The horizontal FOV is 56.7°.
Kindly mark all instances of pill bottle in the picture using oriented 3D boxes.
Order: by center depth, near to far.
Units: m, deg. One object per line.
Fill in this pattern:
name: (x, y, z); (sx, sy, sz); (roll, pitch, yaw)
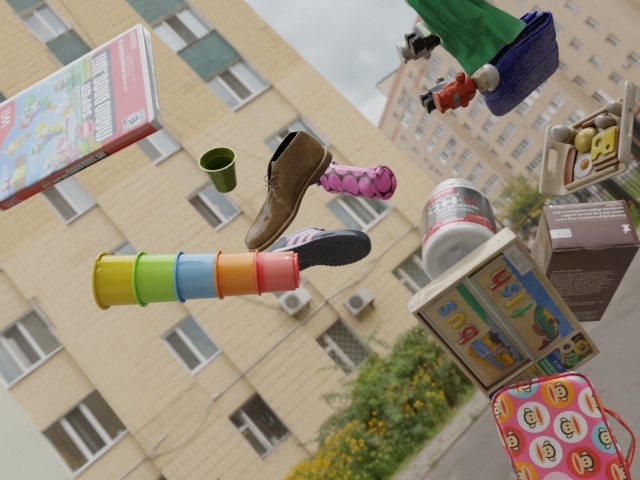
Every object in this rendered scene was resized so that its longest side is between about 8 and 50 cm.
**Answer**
pill bottle: (0.333, -0.029, 1.430); (0.176, 0.176, 0.318); (-50, 12, 28)

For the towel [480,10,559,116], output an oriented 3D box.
towel: (0.499, -0.446, 1.517); (0.228, 0.076, 0.308); (-41, -21, 16)

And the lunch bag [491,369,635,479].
lunch bag: (0.517, 0.426, 1.242); (0.258, 0.293, 0.120); (-17, -19, 12)

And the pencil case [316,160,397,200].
pencil case: (0.090, -0.157, 1.504); (0.095, 0.209, 0.098); (-43, -54, -32)

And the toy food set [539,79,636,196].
toy food set: (0.700, -0.262, 1.575); (0.306, 0.092, 0.219); (144, 139, -71)

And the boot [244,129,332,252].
boot: (-0.098, -0.114, 1.338); (0.115, 0.112, 0.305); (41, -107, -37)

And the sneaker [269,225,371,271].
sneaker: (0.000, 0.000, 1.570); (0.319, 0.112, 0.131); (-10, 37, 32)

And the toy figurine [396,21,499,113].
toy figurine: (0.279, -0.393, 1.305); (0.148, 0.213, 0.209); (-28, 8, 3)

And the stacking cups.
stacking cups: (-0.191, 0.062, 0.948); (0.316, 0.096, 0.096); (-1, -17, 0)

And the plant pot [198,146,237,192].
plant pot: (-0.215, -0.148, 1.289); (0.083, 0.083, 0.079); (-38, -38, -24)

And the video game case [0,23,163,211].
video game case: (-0.367, -0.184, 0.878); (0.285, 0.204, 0.025); (-24, -31, 13)

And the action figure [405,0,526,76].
action figure: (0.228, -0.408, 1.044); (0.137, 0.232, 0.063); (-43, 22, 41)

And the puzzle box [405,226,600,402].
puzzle box: (0.409, 0.194, 1.312); (0.272, 0.409, 0.052); (-39, 25, 11)

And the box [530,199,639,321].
box: (0.638, 0.068, 1.495); (0.191, 0.143, 0.381); (-3, -33, 7)
